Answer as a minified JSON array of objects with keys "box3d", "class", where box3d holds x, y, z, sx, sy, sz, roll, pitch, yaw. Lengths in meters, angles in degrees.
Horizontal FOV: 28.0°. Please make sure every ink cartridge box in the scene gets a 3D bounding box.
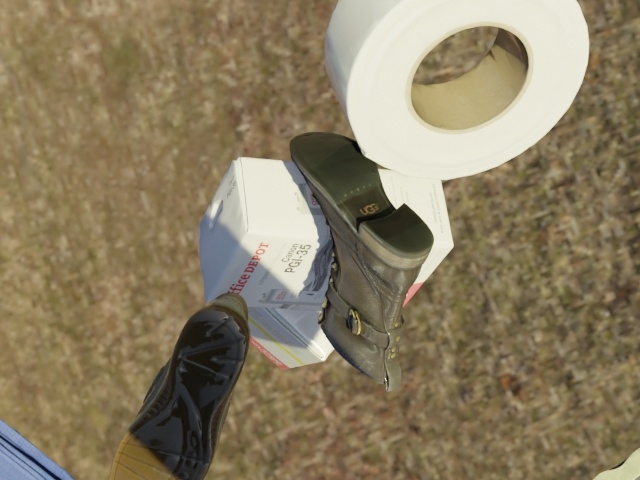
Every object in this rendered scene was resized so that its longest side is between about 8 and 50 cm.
[{"box3d":[0.000,0.000,1.684,0.207,0.283,0.117,124,144,-54],"class":"ink cartridge box"},{"box3d":[0.000,0.062,2.141,0.160,0.279,0.385,42,167,-3],"class":"ink cartridge box"}]

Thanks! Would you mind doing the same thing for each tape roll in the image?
[{"box3d":[0.150,-0.205,1.437,0.100,0.286,0.286,-112,19,-44],"class":"tape roll"}]

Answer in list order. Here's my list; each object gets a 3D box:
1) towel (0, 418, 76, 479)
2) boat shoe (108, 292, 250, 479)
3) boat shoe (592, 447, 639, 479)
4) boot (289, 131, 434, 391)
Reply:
[{"box3d":[-0.345,0.316,1.307,0.243,0.040,0.336,35,123,17],"class":"towel"},{"box3d":[-0.161,0.201,1.531,0.098,0.109,0.302,-69,4,-74],"class":"boat shoe"},{"box3d":[0.490,0.382,2.077,0.049,0.137,0.043,54,-164,26],"class":"boat shoe"},{"box3d":[0.027,0.025,1.501,0.263,0.091,0.229,53,145,34],"class":"boot"}]
